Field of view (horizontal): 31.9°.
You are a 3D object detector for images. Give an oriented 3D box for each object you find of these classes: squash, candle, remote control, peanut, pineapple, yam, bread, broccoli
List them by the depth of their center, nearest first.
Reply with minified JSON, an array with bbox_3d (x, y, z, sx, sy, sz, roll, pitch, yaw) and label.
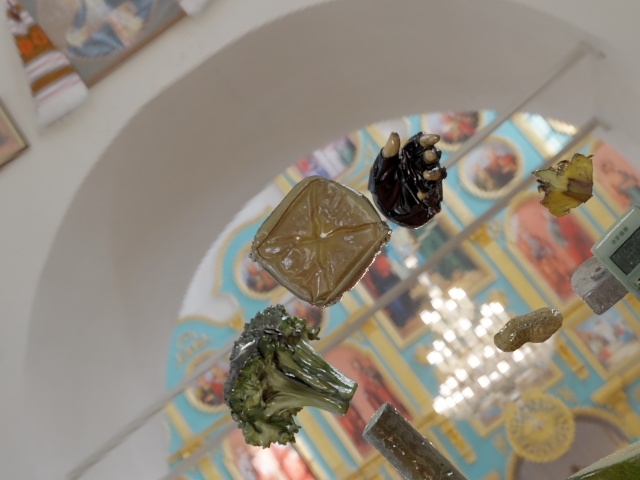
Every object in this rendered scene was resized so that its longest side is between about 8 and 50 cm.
[{"bbox_3d":[0.323,0.139,1.740,0.113,0.053,0.054,-23,-21,6],"label":"peanut"},{"bbox_3d":[0.523,0.322,1.743,0.289,0.203,0.111,26,-30,-27],"label":"squash"},{"bbox_3d":[0.378,-0.086,1.757,0.114,0.077,0.114,9,-60,-31],"label":"pineapple"},{"bbox_3d":[-0.001,0.002,1.930,0.209,0.192,0.110,-53,-8,-8],"label":"bread"},{"bbox_3d":[-0.056,0.256,2.061,0.247,0.244,0.262,89,-155,-63],"label":"broccoli"},{"bbox_3d":[0.197,0.445,2.276,0.093,0.259,0.093,-45,3,3],"label":"yam"},{"bbox_3d":[0.710,0.086,2.281,0.145,0.344,0.050,-50,-35,17],"label":"remote control"},{"bbox_3d":[0.631,0.091,2.481,0.192,0.068,0.168,-30,19,53],"label":"candle"}]

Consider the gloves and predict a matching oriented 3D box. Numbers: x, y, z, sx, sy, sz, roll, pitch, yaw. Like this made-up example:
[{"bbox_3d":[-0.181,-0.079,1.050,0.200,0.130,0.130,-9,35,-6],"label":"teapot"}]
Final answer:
[{"bbox_3d":[0.172,-0.121,2.035,0.203,0.164,0.124,-50,7,38],"label":"gloves"}]
